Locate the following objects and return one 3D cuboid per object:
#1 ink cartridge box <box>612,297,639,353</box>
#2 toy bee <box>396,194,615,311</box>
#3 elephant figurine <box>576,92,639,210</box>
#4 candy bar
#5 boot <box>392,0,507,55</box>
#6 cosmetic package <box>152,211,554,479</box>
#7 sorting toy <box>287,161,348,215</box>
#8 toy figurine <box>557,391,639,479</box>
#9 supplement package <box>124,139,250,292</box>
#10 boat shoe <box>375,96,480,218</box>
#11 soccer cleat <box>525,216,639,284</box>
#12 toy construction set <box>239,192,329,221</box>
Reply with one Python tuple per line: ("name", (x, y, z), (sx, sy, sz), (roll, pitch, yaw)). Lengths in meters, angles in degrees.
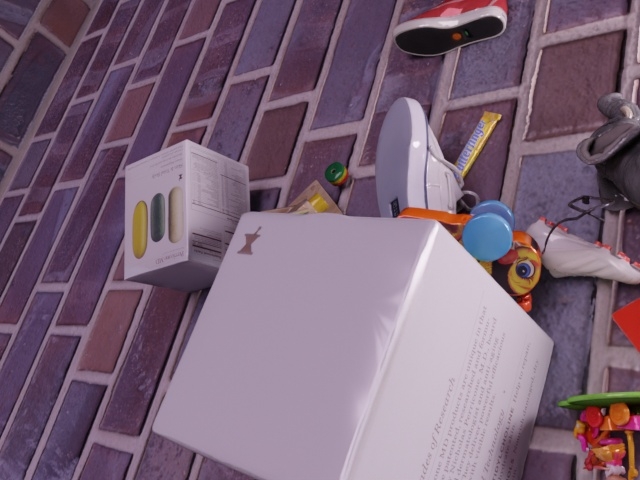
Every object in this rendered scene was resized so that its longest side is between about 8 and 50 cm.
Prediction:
("ink cartridge box", (0.567, 0.068, 0.768), (0.385, 0.091, 0.308), (-36, 39, 15))
("toy bee", (0.257, 0.029, 0.992), (0.298, 0.195, 0.162), (6, 109, 39))
("elephant figurine", (0.461, -0.122, 1.002), (0.239, 0.186, 0.169), (24, 122, 57))
("candy bar", (0.282, -0.171, 1.259), (0.040, 0.018, 0.161), (25, 79, 46))
("boot", (0.276, -0.494, 1.434), (0.244, 0.088, 0.176), (-5, 59, 29))
("cosmetic package", (0.065, 0.193, 0.924), (0.329, 0.393, 0.327), (4, 66, 43))
("sorting toy", (-0.025, -0.030, 1.402), (0.274, 0.046, 0.132), (-44, 44, 8))
("toy figurine", (0.366, 0.274, 0.831), (0.173, 0.130, 0.159), (135, 138, -66))
("supplement package", (-0.289, -0.043, 1.479), (0.199, 0.198, 0.263), (-16, 69, 32))
("boat shoe", (0.198, -0.073, 1.179), (0.136, 0.156, 0.367), (-40, 48, 55))
("soccer cleat", (0.386, 0.031, 1.009), (0.196, 0.068, 0.076), (33, 101, 48))
("toy construction set", (0.000, 0.000, 1.189), (0.237, 0.309, 0.257), (-32, 78, 6))
